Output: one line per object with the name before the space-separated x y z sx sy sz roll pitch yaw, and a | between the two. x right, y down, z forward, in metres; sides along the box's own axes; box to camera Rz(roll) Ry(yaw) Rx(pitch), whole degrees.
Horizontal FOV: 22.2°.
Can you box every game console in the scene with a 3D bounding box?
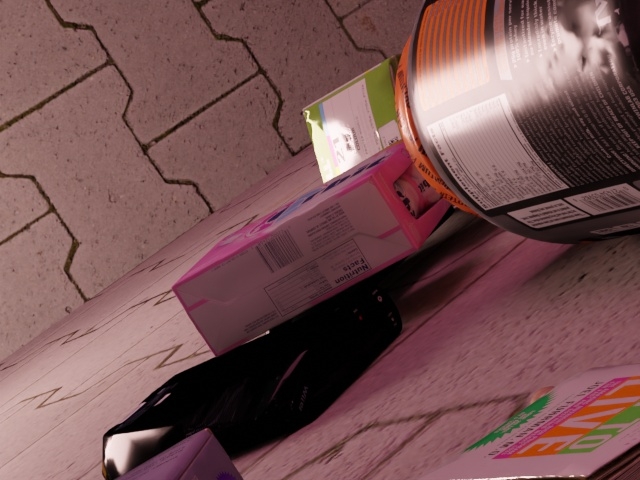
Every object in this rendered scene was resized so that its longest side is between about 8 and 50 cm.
game console | 0.001 0.058 1.186 0.213 0.044 0.361 -25 10 40

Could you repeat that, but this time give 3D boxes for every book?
book | 0.106 0.076 0.601 0.096 0.035 0.144 -31 4 -22

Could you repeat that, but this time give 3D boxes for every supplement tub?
supplement tub | 0.168 -0.101 0.872 0.193 0.193 0.316 -35 7 -19

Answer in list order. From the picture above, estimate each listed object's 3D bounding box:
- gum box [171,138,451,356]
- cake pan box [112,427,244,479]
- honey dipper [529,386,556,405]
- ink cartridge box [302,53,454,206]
gum box | 0.000 0.000 1.152 0.188 0.062 0.107 -28 8 26
cake pan box | -0.170 0.211 0.754 0.267 0.070 0.246 -31 4 16
honey dipper | 0.045 0.108 0.668 0.161 0.030 0.030 -31 5 -26
ink cartridge box | 0.068 -0.074 1.348 0.189 0.097 0.255 -11 -8 -36
